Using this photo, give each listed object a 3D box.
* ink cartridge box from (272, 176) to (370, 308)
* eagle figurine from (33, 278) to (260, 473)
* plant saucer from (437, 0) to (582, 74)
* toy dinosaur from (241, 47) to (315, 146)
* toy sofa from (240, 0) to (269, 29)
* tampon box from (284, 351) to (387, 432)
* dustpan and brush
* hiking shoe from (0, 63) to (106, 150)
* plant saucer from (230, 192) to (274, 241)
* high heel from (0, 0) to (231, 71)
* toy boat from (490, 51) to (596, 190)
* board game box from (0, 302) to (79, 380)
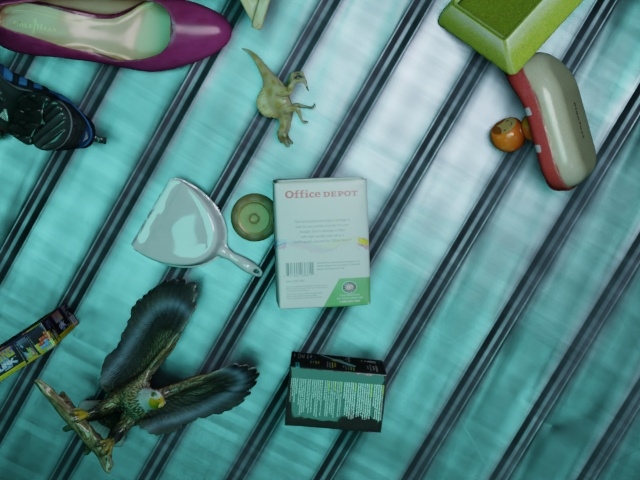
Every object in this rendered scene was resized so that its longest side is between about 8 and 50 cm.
[{"bbox_3d":[0.000,0.000,1.694,0.154,0.093,0.212,-3,97,-5],"label":"ink cartridge box"},{"bbox_3d":[-0.281,0.242,1.699,0.298,0.225,0.226,-40,140,-25],"label":"eagle figurine"},{"bbox_3d":[0.301,-0.387,1.630,0.188,0.045,0.188,-48,56,4],"label":"plant saucer"},{"bbox_3d":[-0.066,-0.249,1.693,0.093,0.053,0.183,-20,95,3],"label":"toy dinosaur"},{"bbox_3d":[-0.229,-0.473,1.593,0.363,0.150,0.177,17,105,-8],"label":"toy sofa"},{"bbox_3d":[0.025,0.254,1.707,0.161,0.120,0.101,5,95,0],"label":"tampon box"},{"bbox_3d":[-0.192,0.005,1.723,0.211,0.060,0.147,32,96,4],"label":"dustpan and brush"},{"bbox_3d":[-0.504,-0.221,1.670,0.304,0.132,0.113,33,97,20],"label":"hiking shoe"},{"bbox_3d":[-0.112,-0.038,1.732,0.083,0.015,0.083,0,96,0],"label":"plant saucer"},{"bbox_3d":[-0.335,-0.335,1.620,0.377,0.181,0.127,-3,96,1],"label":"high heel"},{"bbox_3d":[0.350,-0.188,1.671,0.151,0.151,0.231,-14,96,31],"label":"toy boat"},{"bbox_3d":[-0.484,0.172,1.676,0.141,0.170,0.048,-31,96,2],"label":"board game box"}]
